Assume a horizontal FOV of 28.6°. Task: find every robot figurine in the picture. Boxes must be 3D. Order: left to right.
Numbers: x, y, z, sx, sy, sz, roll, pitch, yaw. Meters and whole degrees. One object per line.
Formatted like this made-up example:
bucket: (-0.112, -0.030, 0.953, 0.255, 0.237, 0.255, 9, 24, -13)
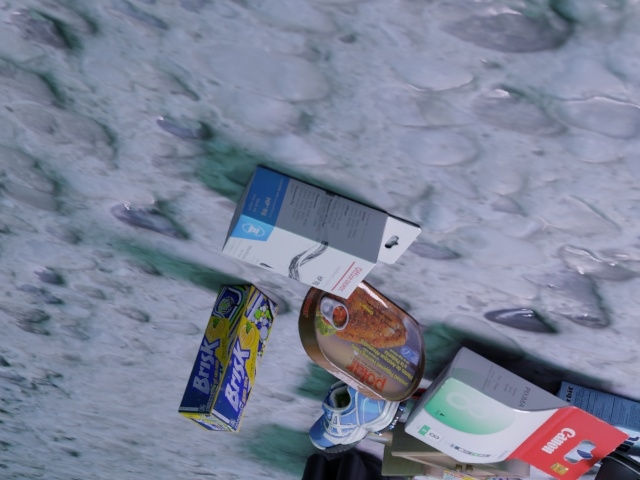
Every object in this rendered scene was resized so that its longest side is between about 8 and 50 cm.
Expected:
robot figurine: (0.053, 0.453, 1.985, 0.209, 0.173, 0.278, 30, 152, 47)

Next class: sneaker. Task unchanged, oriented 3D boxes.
sneaker: (0.037, 0.227, 1.702, 0.081, 0.080, 0.211, 34, 143, -12)

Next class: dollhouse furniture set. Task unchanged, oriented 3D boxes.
dollhouse furniture set: (0.162, 0.431, 1.667, 0.303, 0.356, 0.173, -9, 155, 43)

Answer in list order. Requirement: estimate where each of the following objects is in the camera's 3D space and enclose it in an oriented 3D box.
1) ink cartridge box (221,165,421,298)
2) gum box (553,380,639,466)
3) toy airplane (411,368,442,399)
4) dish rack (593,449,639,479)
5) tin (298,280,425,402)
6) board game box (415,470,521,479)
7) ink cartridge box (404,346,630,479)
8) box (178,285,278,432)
ink cartridge box: (0.000, 0.000, 1.278, 0.180, 0.060, 0.104, 20, 153, -7)
gum box: (0.366, 0.242, 1.559, 0.184, 0.041, 0.157, 17, 154, 3)
toy airplane: (0.176, 0.210, 1.624, 0.151, 0.028, 0.151, 15, 155, 7)
dish rack: (0.427, 0.381, 1.597, 0.208, 0.074, 0.271, 31, 160, 20)
tin: (0.048, 0.113, 1.421, 0.040, 0.106, 0.189, -10, 143, 43)
board game box: (0.229, 0.364, 1.898, 0.154, 0.026, 0.103, 23, 154, -12)
ink cartridge box: (0.231, 0.233, 1.521, 0.224, 0.056, 0.181, 30, 147, 2)
box: (-0.109, 0.140, 1.495, 0.054, 0.169, 0.059, -4, 148, 37)
